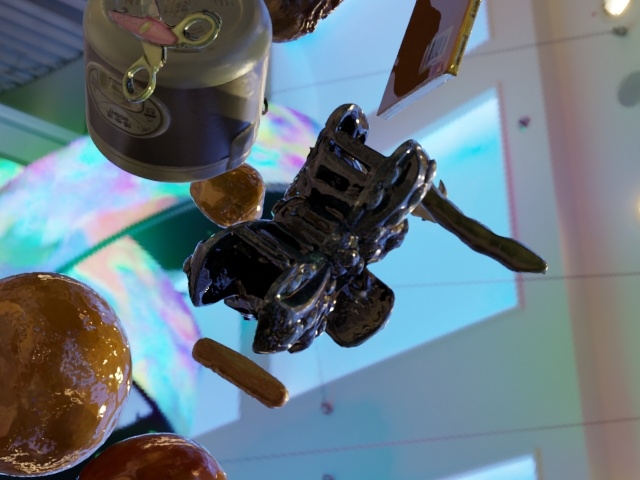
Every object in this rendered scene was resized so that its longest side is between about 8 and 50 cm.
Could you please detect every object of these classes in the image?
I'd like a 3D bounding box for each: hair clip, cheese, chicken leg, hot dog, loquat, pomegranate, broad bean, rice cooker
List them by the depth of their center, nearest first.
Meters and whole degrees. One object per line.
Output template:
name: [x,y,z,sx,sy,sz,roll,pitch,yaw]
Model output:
hair clip: [-0.002,0.005,1.257,0.194,0.206,0.310,36,-114,20]
broad bean: [0.203,-0.019,1.484,0.227,0.039,0.069,40,-41,10]
pomegranate: [-0.226,0.405,1.636,0.252,0.270,0.229,31,-51,44]
rice cooker: [-0.218,-0.248,1.651,0.277,0.288,0.288,104,-21,-50]
loquat: [-0.455,0.207,1.751,0.328,0.328,0.328,-27,-127,43]
cheese: [0.184,-0.057,1.831,0.041,0.084,0.060,35,-50,27]
loquat: [-0.153,-0.084,1.842,0.137,0.137,0.113,56,-48,49]
chicken leg: [-0.069,-0.454,2.091,0.322,0.083,0.177,-45,-126,-6]
hot dog: [-0.153,0.256,2.149,0.066,0.216,0.047,-52,162,-31]

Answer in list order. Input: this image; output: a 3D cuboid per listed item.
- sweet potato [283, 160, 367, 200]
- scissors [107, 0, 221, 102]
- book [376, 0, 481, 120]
sweet potato: [0.021,-0.051,1.644,0.158,0.158,0.369,-63,-177,10]
scissors: [-0.188,-0.234,1.243,0.133,0.020,0.187,-40,-136,2]
book: [0.194,-0.376,1.656,0.374,0.028,0.262,-70,-166,-13]
